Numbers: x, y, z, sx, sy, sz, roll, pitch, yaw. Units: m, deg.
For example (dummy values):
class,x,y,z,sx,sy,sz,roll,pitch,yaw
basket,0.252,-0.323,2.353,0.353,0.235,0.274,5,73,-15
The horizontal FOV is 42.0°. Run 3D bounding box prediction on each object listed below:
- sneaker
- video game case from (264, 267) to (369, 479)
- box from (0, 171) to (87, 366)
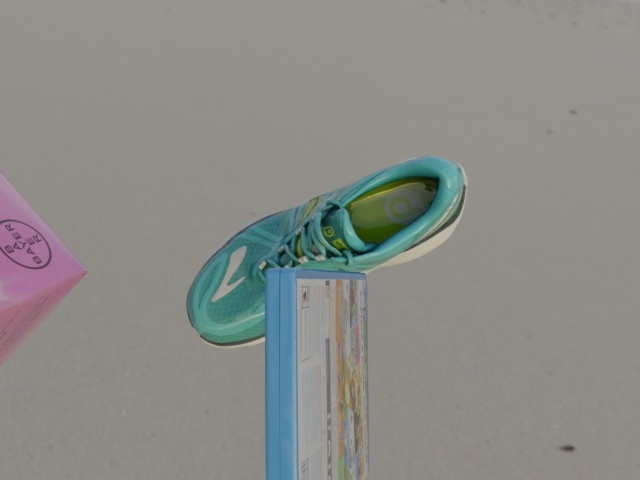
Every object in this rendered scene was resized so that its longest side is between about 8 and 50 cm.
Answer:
class,x,y,z,sx,sy,sz,roll,pitch,yaw
sneaker,0.000,0.000,0.724,0.107,0.275,0.110,60,2,8
video game case,0.003,0.074,0.413,0.015,0.119,0.166,-2,-3,13
box,-0.278,0.002,0.397,0.213,0.117,0.243,48,24,3
